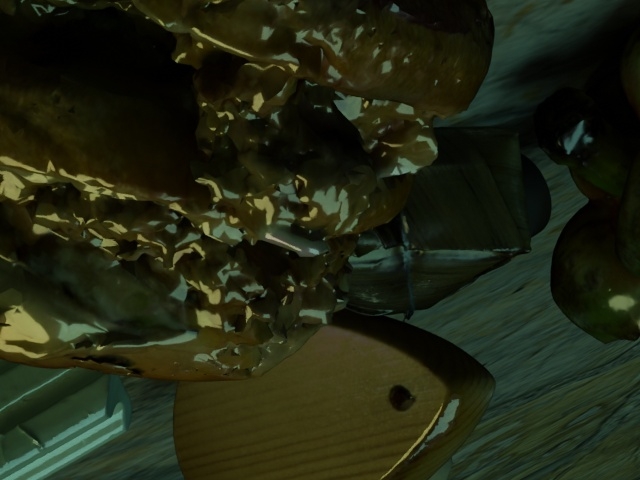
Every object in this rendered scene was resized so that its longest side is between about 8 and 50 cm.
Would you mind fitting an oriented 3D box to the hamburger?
[{"bbox_3d":[-0.076,-0.080,0.756,0.245,0.260,0.211,-89,-155,-61],"label":"hamburger"}]

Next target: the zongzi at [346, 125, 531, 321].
[{"bbox_3d":[0.000,0.000,1.263,0.242,0.112,0.221,-6,166,-13],"label":"zongzi"}]

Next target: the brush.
[{"bbox_3d":[0.033,0.128,1.413,0.267,0.174,0.166,-13,172,37],"label":"brush"}]

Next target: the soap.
[{"bbox_3d":[-0.219,0.099,1.104,0.198,0.119,0.066,-30,163,-9],"label":"soap"}]

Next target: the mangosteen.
[{"bbox_3d":[0.335,-0.038,1.363,0.330,0.330,0.330,-29,160,-11],"label":"mangosteen"}]

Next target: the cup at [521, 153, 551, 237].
[{"bbox_3d":[0.113,-0.022,1.409,0.077,0.078,0.100,-25,-166,-34],"label":"cup"}]
